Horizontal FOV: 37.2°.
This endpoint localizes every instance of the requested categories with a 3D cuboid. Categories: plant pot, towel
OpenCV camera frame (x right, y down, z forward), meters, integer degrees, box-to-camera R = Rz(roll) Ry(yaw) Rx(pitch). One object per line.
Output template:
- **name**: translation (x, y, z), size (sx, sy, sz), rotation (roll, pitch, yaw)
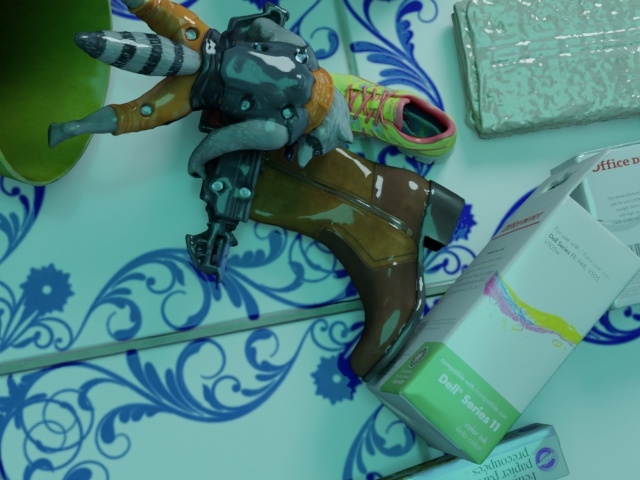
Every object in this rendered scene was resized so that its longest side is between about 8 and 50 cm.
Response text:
- **plant pot**: translation (-0.420, -0.219, 1.038), size (0.294, 0.275, 0.274), rotation (11, 82, 11)
- **towel**: translation (0.314, -0.234, 1.204), size (0.282, 0.049, 0.187), rotation (-7, 85, -2)

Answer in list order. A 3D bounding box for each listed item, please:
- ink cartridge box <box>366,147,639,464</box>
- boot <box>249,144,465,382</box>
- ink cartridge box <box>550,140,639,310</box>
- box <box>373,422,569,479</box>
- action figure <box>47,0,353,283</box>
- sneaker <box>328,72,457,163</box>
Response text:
- **ink cartridge box**: translation (0.223, 0.074, 1.080), size (0.119, 0.207, 0.353), rotation (42, 80, -1)
- **boot**: translation (0.000, 0.000, 1.122), size (0.281, 0.096, 0.264), rotation (24, 81, -2)
- **ink cartridge box**: translation (0.381, -0.019, 1.171), size (0.140, 0.082, 0.190), rotation (-12, 83, -12)
- **box**: translation (0.127, 0.295, 1.115), size (0.324, 0.067, 0.063), rotation (-18, 85, -7)
- **action figure**: translation (-0.117, -0.131, 1.032), size (0.330, 0.178, 0.341), rotation (8, 81, -22)
- **sneaker**: translation (0.073, -0.158, 1.150), size (0.209, 0.094, 0.081), rotation (16, 83, -3)
